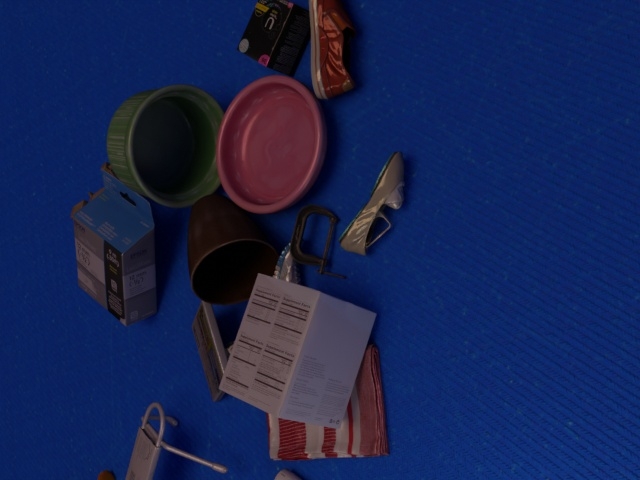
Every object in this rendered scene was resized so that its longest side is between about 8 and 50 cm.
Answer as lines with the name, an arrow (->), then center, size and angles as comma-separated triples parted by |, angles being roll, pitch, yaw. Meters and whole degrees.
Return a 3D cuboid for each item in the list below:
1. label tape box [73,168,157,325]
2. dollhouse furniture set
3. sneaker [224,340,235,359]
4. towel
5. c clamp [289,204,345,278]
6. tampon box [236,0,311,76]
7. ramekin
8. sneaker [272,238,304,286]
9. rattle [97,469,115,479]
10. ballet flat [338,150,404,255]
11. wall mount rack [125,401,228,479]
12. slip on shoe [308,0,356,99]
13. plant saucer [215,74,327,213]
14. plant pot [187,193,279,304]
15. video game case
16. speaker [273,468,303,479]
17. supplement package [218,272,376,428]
label tape box -> -0.553, 0.018, 2.087 | 0.249, 0.115, 0.347 | 31, 131, 36
dollhouse furniture set -> -0.616, -0.140, 2.269 | 0.182, 0.101, 0.161 | -26, 45, 33
sneaker -> -0.141, 0.242, 1.850 | 0.094, 0.153, 0.235 | 55, 156, 11
towel -> 0.000, 0.370, 1.755 | 0.329, 0.037, 0.237 | -14, 76, 36
c clamp -> 0.000, 0.000, 1.784 | 0.137, 0.022, 0.160 | 7, 86, 10
tampon box -> -0.104, -0.500, 1.886 | 0.120, 0.101, 0.161 | 35, 107, 35
ramekin -> -0.384, -0.239, 1.956 | 0.148, 0.303, 0.303 | 11, 92, 45
sneaker -> -0.068, 0.086, 1.828 | 0.083, 0.071, 0.190 | 26, 102, 17
rattle -> -0.621, 0.767, 2.169 | 0.143, 0.130, 0.199 | 49, 141, 42
ballet flat -> 0.132, -0.072, 1.685 | 0.086, 0.086, 0.248 | 44, 112, 32
wall mount rack -> -0.378, 0.592, 1.938 | 0.304, 0.130, 0.350 | 25, 101, 53
slip on shoe -> 0.032, -0.488, 1.786 | 0.101, 0.123, 0.331 | -4, 82, 14
plant saucer -> -0.107, -0.225, 1.871 | 0.332, 0.084, 0.332 | -4, 84, 37
plant pot -> -0.235, -0.001, 1.887 | 0.215, 0.215, 0.230 | -48, 46, 23
video game case -> -0.267, 0.271, 1.916 | 0.193, 0.023, 0.212 | 122, 132, -60
speaker -> -0.041, 0.571, 1.753 | 0.136, 0.055, 0.055 | 26, 101, 36
supplement package -> -0.047, 0.235, 1.666 | 0.198, 0.199, 0.262 | 13, 82, 44
